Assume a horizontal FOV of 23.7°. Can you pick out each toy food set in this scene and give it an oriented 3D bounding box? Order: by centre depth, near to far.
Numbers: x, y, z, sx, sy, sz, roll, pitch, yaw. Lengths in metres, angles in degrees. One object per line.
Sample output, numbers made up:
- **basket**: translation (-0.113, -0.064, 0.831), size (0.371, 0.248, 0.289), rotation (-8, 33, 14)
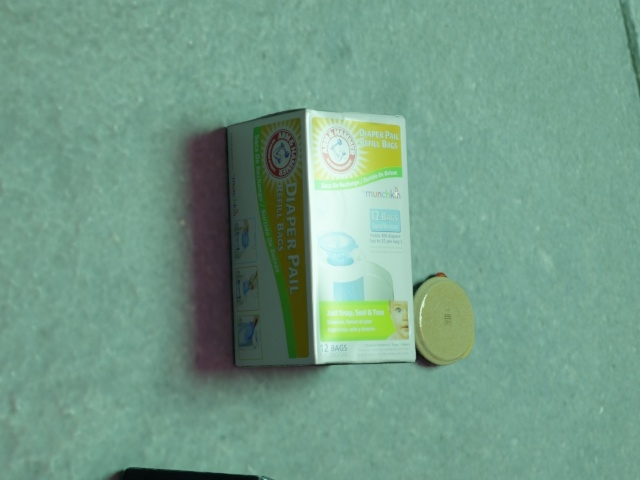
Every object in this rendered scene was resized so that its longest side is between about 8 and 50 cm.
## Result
- **toy food set**: translation (0.109, 0.071, 1.376), size (0.083, 0.020, 0.083), rotation (-15, 95, -40)

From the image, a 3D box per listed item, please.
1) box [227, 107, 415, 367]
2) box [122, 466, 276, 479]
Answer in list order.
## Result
- **box**: translation (0.000, 0.000, 1.237), size (0.114, 0.103, 0.203), rotation (2, 84, -41)
- **box**: translation (-0.021, 0.347, 1.134), size (0.296, 0.182, 0.294), rotation (25, 68, -36)
